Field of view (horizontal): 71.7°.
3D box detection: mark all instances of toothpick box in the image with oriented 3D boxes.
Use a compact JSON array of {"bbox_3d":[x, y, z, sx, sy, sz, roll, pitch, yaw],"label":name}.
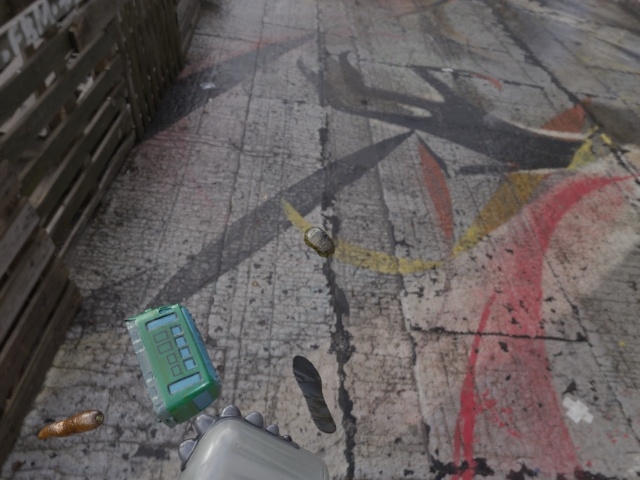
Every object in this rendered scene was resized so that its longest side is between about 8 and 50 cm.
[{"bbox_3d":[-0.154,0.493,0.942,0.316,0.229,0.229,34,43,-12],"label":"toothpick box"}]

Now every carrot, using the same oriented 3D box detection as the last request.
[{"bbox_3d":[-0.445,0.330,0.786,0.165,0.036,0.036,-23,39,23],"label":"carrot"}]

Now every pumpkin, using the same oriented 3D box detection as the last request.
[{"bbox_3d":[0.000,0.000,0.990,0.083,0.028,0.050,41,73,8],"label":"pumpkin"}]

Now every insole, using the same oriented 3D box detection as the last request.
[{"bbox_3d":[-0.027,0.495,1.458,0.119,0.009,0.348,24,17,-27],"label":"insole"}]

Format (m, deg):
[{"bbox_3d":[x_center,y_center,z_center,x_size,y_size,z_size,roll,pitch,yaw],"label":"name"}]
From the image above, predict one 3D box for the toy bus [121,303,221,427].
[{"bbox_3d":[-0.440,0.357,1.332,0.199,0.184,0.344,-24,62,-17],"label":"toy bus"}]
